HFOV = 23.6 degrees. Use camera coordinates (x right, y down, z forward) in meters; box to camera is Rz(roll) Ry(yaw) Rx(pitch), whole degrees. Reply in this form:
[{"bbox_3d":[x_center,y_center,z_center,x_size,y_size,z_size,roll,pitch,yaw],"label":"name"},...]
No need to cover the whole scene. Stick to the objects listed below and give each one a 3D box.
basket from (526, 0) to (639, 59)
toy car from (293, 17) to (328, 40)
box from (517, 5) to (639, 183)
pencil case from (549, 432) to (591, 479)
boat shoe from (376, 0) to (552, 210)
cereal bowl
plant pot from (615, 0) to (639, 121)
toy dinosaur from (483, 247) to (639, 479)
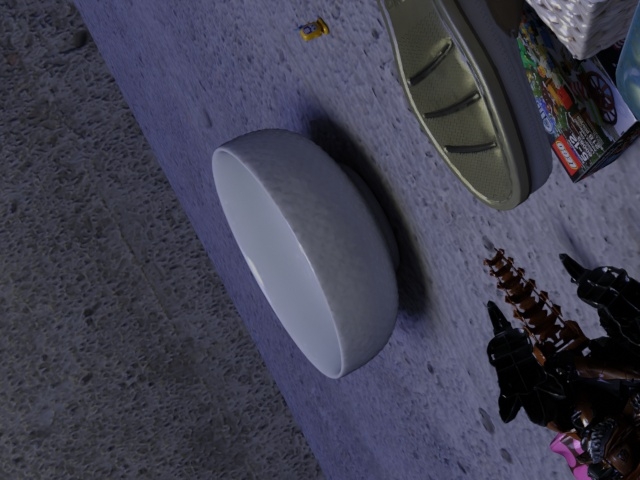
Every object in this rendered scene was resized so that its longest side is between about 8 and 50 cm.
[{"bbox_3d":[0.171,-0.218,1.003,0.167,0.113,0.103,56,169,21],"label":"basket"},{"bbox_3d":[-0.035,-0.285,1.741,0.122,0.041,0.060,59,166,11],"label":"toy car"},{"bbox_3d":[0.177,-0.173,1.199,0.233,0.044,0.159,59,165,9],"label":"box"},{"bbox_3d":[0.304,0.250,1.471,0.209,0.095,0.098,55,-160,19],"label":"pencil case"},{"bbox_3d":[0.106,-0.174,1.142,0.113,0.103,0.302,-14,103,62],"label":"boat shoe"},{"bbox_3d":[0.000,0.000,1.955,0.339,0.141,0.339,55,164,24],"label":"cereal bowl"},{"bbox_3d":[0.264,-0.102,0.603,0.247,0.252,0.248,56,165,23],"label":"plant pot"},{"bbox_3d":[0.230,0.130,1.315,0.322,0.164,0.218,29,166,34],"label":"toy dinosaur"}]
